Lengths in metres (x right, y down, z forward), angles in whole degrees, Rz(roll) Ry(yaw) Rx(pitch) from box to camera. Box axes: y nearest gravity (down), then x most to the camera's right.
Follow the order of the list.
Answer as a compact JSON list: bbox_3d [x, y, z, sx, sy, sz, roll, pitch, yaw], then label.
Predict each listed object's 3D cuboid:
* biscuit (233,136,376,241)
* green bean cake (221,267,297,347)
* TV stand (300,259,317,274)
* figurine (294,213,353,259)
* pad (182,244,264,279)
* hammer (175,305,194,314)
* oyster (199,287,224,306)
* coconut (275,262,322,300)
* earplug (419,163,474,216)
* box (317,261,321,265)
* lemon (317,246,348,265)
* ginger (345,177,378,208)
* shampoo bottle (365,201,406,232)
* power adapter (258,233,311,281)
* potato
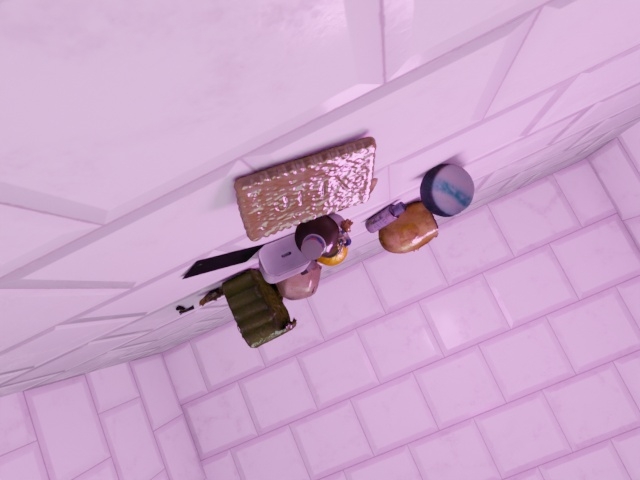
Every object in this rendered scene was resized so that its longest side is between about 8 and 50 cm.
[{"bbox_3d":[-0.027,-0.113,0.967,0.324,0.044,0.217,-21,148,-12],"label":"biscuit"},{"bbox_3d":[-0.266,0.289,1.920,0.218,0.319,0.335,-27,174,-1],"label":"green bean cake"},{"bbox_3d":[-0.042,0.078,1.855,0.040,0.049,0.256,-27,-170,20],"label":"TV stand"},{"bbox_3d":[0.002,-0.009,1.406,0.161,0.158,0.275,15,-170,24],"label":"figurine"},{"bbox_3d":[-0.331,0.070,1.480,0.265,0.009,0.159,-15,165,-42],"label":"pad"},{"bbox_3d":[-0.647,0.324,2.044,0.078,0.021,0.201,-22,171,-12],"label":"hammer"},{"bbox_3d":[-0.486,0.253,1.957,0.103,0.051,0.148,-36,180,41],"label":"oyster"},{"bbox_3d":[-0.095,0.160,1.940,0.224,0.224,0.224,-23,170,-4],"label":"coconut"},{"bbox_3d":[0.498,-0.192,1.632,0.185,0.185,0.324,-29,175,25],"label":"earplug"},{"bbox_3d":[-0.131,0.159,2.255,0.256,0.069,0.164,-21,170,-18],"label":"box"},{"bbox_3d":[0.040,0.037,1.805,0.142,0.142,0.187,-20,172,-21],"label":"lemon"},{"bbox_3d":[0.081,-0.131,1.186,0.131,0.086,0.294,-52,165,21],"label":"ginger"},{"bbox_3d":[0.280,-0.101,1.854,0.072,0.072,0.214,-16,167,-41],"label":"shampoo bottle"},{"bbox_3d":[-0.137,0.078,1.635,0.187,0.124,0.255,-21,170,-13],"label":"power adapter"},{"bbox_3d":[0.391,-0.048,1.986,0.265,0.229,0.229,-21,170,-1],"label":"potato"}]
